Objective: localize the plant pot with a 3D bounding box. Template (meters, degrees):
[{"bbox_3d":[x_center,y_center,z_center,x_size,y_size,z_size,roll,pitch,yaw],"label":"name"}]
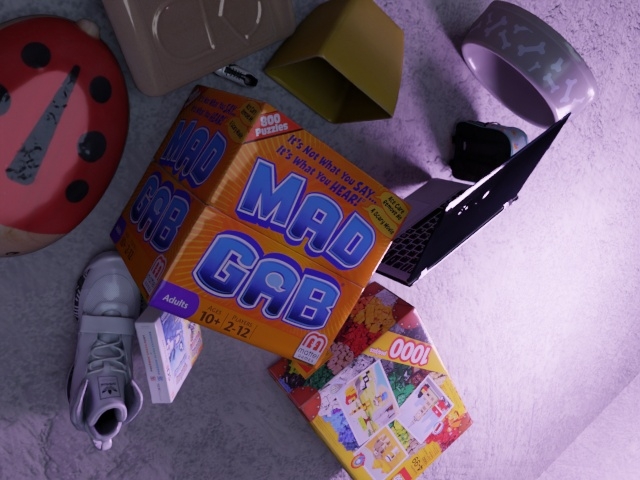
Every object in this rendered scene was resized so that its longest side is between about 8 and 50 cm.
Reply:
[{"bbox_3d":[0.050,-0.382,1.141,0.212,0.212,0.187,30,79,-34],"label":"plant pot"}]

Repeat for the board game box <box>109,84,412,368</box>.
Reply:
[{"bbox_3d":[-0.128,-0.036,1.062,0.356,0.356,0.356,30,91,-35],"label":"board game box"}]

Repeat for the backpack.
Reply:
[{"bbox_3d":[0.446,-0.223,1.428,0.144,0.188,0.166,-5,109,-28],"label":"backpack"}]

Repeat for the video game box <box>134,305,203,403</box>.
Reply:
[{"bbox_3d":[-0.307,0.199,1.146,0.048,0.205,0.187,1,113,7],"label":"video game box"}]

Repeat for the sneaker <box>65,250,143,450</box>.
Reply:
[{"bbox_3d":[-0.410,0.217,1.079,0.137,0.210,0.366,7,104,-32],"label":"sneaker"}]

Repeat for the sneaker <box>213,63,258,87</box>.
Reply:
[{"bbox_3d":[-0.172,-0.339,1.115,0.109,0.043,0.040,14,102,-31],"label":"sneaker"}]

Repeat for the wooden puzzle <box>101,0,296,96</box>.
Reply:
[{"bbox_3d":[-0.226,-0.469,0.981,0.347,0.080,0.322,-33,130,-25],"label":"wooden puzzle"}]

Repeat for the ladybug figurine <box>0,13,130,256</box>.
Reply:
[{"bbox_3d":[-0.485,-0.167,0.925,0.305,0.162,0.450,23,95,-34],"label":"ladybug figurine"}]

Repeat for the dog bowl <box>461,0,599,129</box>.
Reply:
[{"bbox_3d":[0.477,-0.398,1.304,0.102,0.349,0.348,-46,125,8],"label":"dog bowl"}]

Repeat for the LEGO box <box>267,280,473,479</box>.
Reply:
[{"bbox_3d":[0.151,0.423,1.492,0.372,0.193,0.500,-39,122,-13],"label":"LEGO box"}]

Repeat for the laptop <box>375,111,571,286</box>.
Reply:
[{"bbox_3d":[0.257,-0.107,1.195,0.382,0.408,0.236,-34,123,-26],"label":"laptop"}]
